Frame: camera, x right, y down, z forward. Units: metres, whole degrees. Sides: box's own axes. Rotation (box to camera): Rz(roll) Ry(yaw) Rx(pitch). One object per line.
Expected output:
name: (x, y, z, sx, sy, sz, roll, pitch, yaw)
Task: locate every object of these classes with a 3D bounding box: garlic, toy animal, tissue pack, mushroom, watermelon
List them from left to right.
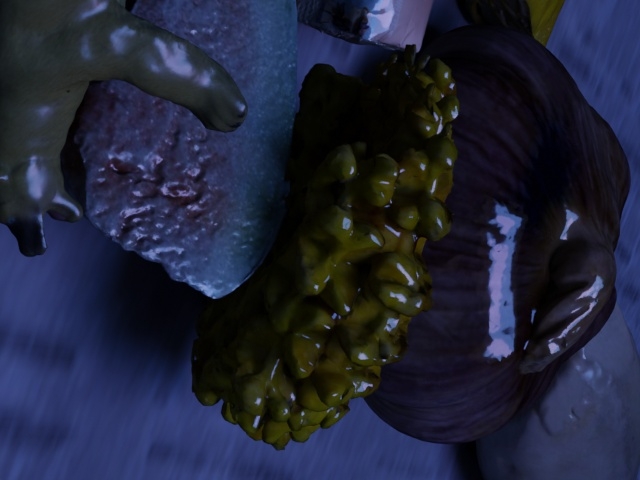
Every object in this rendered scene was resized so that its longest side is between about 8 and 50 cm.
toy animal: (-0.099, -0.105, 0.631, 0.101, 0.103, 0.219, -27, 135, -27)
watermelon: (-0.060, -0.065, 0.738, 0.094, 0.081, 0.180, 50, 47, -41)
tissue pack: (0.029, -0.145, 0.844, 0.074, 0.058, 0.094, -2, 109, -64)
garlic: (0.102, 0.002, 0.963, 0.245, 0.160, 0.245, -23, 118, -53)
mushroom: (0.180, 0.151, 1.241, 0.128, 0.128, 0.350, -53, 151, -29)

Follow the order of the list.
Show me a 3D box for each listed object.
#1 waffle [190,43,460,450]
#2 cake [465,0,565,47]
waffle: (0.000, 0.000, 0.793, 0.197, 0.070, 0.193, -71, -165, -10)
cake: (0.096, -0.155, 0.964, 0.185, 0.079, 0.116, -33, 148, -62)
